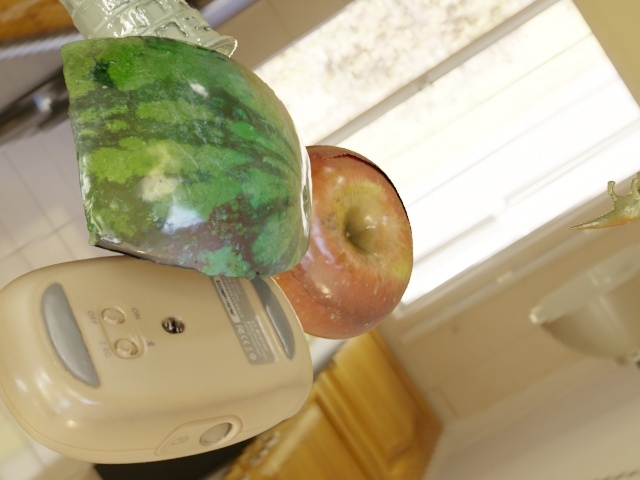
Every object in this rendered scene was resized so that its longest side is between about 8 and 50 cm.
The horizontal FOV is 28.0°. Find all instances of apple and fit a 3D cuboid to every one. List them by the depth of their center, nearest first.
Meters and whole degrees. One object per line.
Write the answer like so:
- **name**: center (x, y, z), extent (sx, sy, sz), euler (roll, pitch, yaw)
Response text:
- **apple**: center (0.000, 0.000, 1.742), extent (0.206, 0.272, 0.251), euler (-13, -126, 50)

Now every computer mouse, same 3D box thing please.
- **computer mouse**: center (-0.114, 0.078, 0.871), extent (0.237, 0.145, 0.082), euler (-5, 146, -42)

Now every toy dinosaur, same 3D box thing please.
- **toy dinosaur**: center (0.244, -0.032, 1.029), extent (0.113, 0.041, 0.026), euler (-10, -169, -32)

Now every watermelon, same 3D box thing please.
- **watermelon**: center (-0.074, -0.038, 0.877), extent (0.128, 0.231, 0.146), euler (-57, -148, 31)

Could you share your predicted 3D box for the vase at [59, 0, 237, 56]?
- **vase**: center (-0.225, -0.277, 1.279), extent (0.143, 0.299, 0.143), euler (-35, 179, 0)
